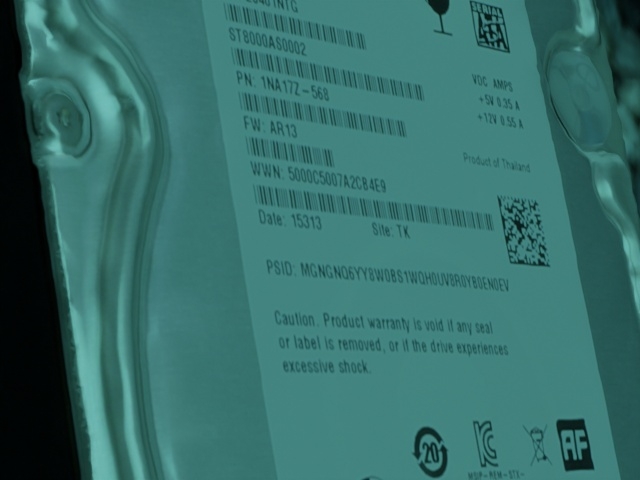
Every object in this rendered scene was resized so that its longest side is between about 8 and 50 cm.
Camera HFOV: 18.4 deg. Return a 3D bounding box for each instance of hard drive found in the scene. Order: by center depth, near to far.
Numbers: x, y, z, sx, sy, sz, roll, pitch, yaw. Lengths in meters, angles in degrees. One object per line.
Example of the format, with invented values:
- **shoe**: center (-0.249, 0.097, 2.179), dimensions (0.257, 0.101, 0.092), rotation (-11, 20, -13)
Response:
- **hard drive**: center (0.000, 0.000, 0.494), dimensions (0.237, 0.064, 0.338), rotation (6, 70, -50)
